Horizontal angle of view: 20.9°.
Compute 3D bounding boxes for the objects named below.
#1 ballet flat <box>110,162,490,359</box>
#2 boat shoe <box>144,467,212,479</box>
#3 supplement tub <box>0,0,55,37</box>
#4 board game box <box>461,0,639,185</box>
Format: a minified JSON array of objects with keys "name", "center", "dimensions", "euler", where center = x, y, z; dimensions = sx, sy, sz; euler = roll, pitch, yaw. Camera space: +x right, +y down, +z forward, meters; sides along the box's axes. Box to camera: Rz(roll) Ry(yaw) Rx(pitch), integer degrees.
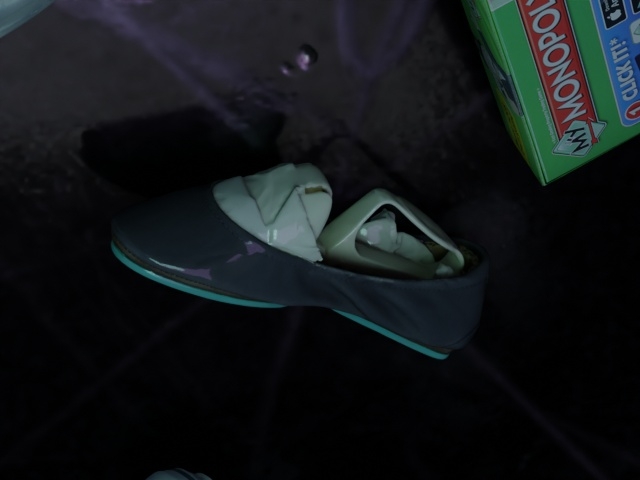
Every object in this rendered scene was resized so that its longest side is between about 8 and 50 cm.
[{"name":"ballet flat","center":[0.000,0.000,0.813],"dimensions":[0.203,0.074,0.074],"euler":[18,112,-32]},{"name":"boat shoe","center":[-0.026,0.189,0.918],"dimensions":[0.076,0.083,0.226],"euler":[-40,130,-22]},{"name":"supplement tub","center":[-0.192,-0.230,0.541],"dimensions":[0.207,0.207,0.338],"euler":[-16,122,-8]},{"name":"board game box","center":[0.146,-0.175,0.714],"dimensions":[0.213,0.046,0.317],"euler":[-27,142,0]}]
